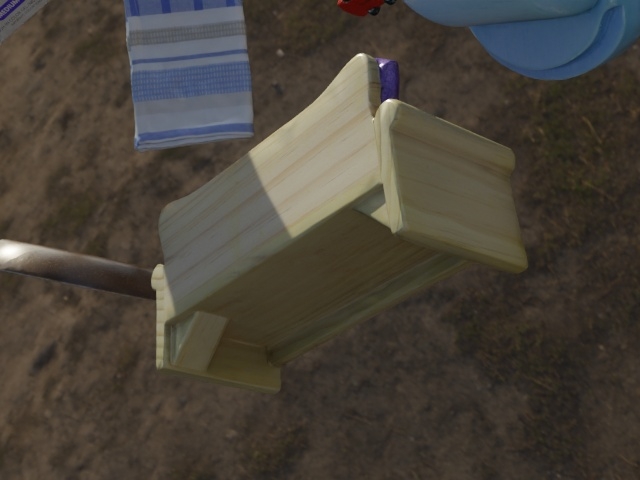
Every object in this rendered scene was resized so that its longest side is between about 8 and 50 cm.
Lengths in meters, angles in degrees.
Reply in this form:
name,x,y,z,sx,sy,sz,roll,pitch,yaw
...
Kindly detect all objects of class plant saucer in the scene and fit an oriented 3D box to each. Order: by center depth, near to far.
name,x,y,z,sx,sy,sz,roll,pitch,yaw
plant saucer,-0.355,0.045,1.455,0.311,0.311,0.050,6,83,38

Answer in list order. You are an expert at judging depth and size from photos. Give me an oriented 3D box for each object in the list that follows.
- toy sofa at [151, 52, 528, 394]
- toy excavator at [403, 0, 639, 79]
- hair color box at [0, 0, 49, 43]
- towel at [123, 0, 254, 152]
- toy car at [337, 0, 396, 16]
name,x,y,z,sx,sy,sz,roll,pitch,yaw
toy sofa,0.000,0.000,0.904,0.362,0.150,0.177,-33,52,40
toy excavator,0.106,-0.314,0.791,0.445,0.433,0.222,-29,23,-33
hair color box,-0.416,-0.331,0.962,0.185,0.339,0.110,-35,55,17
towel,-0.222,-0.296,1.632,0.209,0.034,0.285,-5,90,7
toy car,0.142,-0.381,1.358,0.225,0.239,0.053,7,72,1
